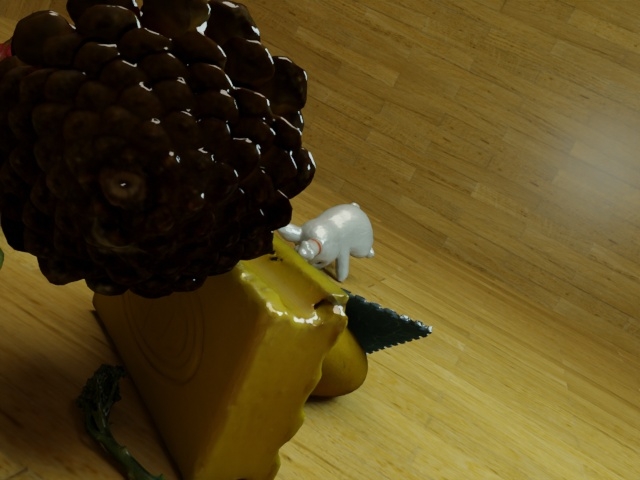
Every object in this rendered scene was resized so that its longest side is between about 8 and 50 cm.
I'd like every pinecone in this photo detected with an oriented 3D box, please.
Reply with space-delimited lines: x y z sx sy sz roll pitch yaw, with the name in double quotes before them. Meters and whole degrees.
"pinecone" -0.132 -0.097 0.524 0.247 0.246 0.292 22 22 -23

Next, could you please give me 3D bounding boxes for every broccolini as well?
"broccolini" -0.156 0.178 0.543 0.052 0.054 0.194 -22 50 -34

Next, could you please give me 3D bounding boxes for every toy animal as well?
"toy animal" 0.003 0.010 1.415 0.141 0.138 0.283 24 32 29

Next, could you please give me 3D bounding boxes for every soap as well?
"soap" -0.122 0.068 0.658 0.096 0.204 0.324 13 17 -40

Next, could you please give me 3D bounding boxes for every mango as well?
"mango" -0.030 0.129 0.796 0.139 0.113 0.253 -16 -36 30

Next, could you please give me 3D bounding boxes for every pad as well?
"pad" -0.021 0.094 0.872 0.269 0.012 0.270 24 -24 -11

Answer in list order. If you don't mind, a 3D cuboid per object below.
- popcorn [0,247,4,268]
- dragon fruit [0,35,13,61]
"popcorn" -0.357 -0.021 0.438 0.293 0.236 0.293 22 10 -4
"dragon fruit" -0.543 -0.244 1.257 0.211 0.134 0.262 49 -16 26
